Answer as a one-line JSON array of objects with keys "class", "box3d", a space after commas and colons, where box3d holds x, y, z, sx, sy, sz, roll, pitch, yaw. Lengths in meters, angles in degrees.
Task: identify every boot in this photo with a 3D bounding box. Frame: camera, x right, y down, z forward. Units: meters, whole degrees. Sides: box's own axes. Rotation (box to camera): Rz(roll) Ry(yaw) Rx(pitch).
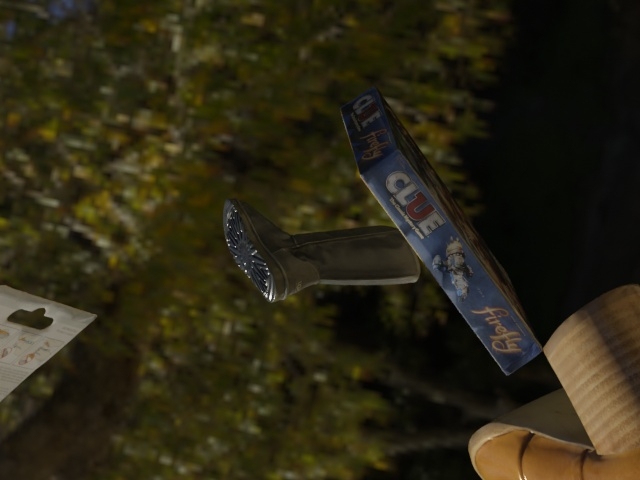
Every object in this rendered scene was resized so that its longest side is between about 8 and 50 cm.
[{"class": "boot", "box3d": [0.174, 0.163, 0.881, 0.211, 0.104, 0.295, 62, 168, 19]}, {"class": "boot", "box3d": [-0.001, 0.001, 2.160, 0.208, 0.190, 0.076, -15, -39, -24]}]

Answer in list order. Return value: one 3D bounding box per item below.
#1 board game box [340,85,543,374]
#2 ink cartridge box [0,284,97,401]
[{"class": "board game box", "box3d": [0.109, -0.011, 1.547, 0.243, 0.042, 0.165, 53, -170, -24]}, {"class": "ink cartridge box", "box3d": [-0.347, 0.115, 1.591, 0.232, 0.066, 0.189, -45, -22, 7]}]
